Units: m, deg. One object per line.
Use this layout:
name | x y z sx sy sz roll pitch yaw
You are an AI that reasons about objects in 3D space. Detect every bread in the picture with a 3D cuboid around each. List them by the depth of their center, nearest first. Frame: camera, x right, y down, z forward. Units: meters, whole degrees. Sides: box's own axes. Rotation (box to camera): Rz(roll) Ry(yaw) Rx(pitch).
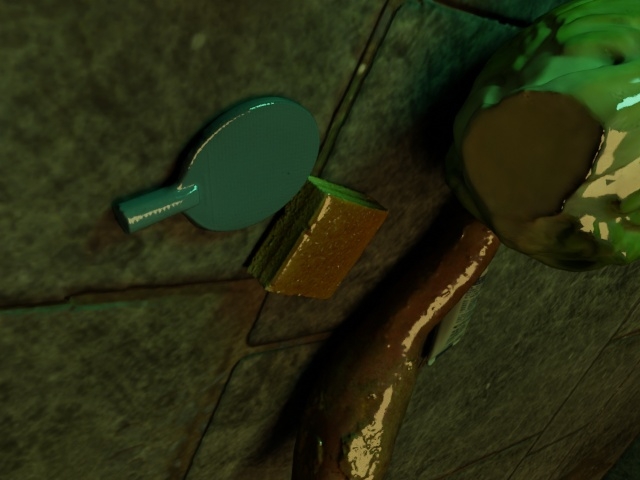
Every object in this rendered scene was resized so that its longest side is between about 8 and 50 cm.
bread | 0.000 0.000 0.571 0.090 0.035 0.094 14 114 -52

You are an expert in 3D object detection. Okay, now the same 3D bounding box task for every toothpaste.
toothpaste | 0.157 0.071 0.809 0.062 0.037 0.216 -29 146 -24

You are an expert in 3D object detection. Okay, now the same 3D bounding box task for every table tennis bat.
table tennis bat | -0.063 -0.042 0.479 0.155 0.019 0.100 -28 142 -28

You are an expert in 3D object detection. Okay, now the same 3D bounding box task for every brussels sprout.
brussels sprout | 0.217 -0.080 0.581 0.244 0.244 0.244 -28 142 -25

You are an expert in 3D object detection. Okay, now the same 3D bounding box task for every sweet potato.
sweet potato | 0.058 0.131 0.713 0.109 0.109 0.385 18 99 -53
